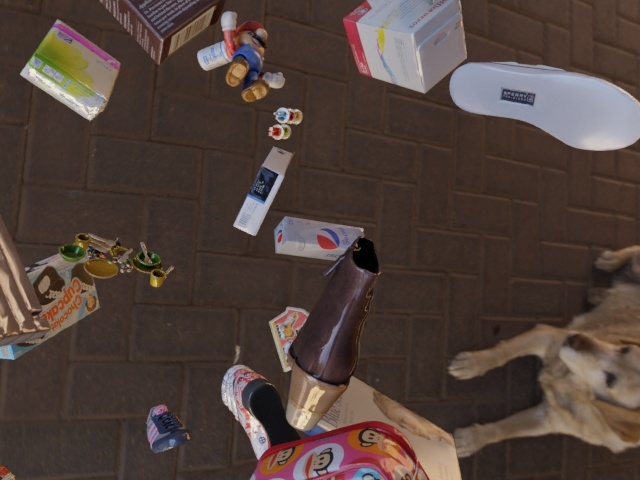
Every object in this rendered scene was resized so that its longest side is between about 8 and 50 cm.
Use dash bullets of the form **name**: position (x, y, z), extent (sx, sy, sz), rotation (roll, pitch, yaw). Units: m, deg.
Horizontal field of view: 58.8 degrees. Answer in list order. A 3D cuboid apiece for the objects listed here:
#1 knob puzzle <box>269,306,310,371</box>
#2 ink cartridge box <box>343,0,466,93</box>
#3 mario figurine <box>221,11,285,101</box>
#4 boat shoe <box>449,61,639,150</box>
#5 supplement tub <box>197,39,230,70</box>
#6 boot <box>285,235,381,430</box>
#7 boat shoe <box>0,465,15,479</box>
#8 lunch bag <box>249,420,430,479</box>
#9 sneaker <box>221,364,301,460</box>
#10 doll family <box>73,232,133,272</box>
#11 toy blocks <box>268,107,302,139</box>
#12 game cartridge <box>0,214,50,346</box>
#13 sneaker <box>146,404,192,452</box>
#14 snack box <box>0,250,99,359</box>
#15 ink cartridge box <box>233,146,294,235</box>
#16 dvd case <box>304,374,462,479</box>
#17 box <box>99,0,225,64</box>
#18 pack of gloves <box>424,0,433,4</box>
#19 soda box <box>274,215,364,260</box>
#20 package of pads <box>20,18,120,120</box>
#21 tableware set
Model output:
- **knob puzzle**: position (-0.077, 0.293, 1.745), extent (0.030, 0.213, 0.213), rotation (7, 87, -48)
- **ink cartridge box**: position (0.159, -0.375, 1.050), extent (0.128, 0.176, 0.127), rotation (-42, 137, -17)
- **mario figurine**: position (-0.198, -0.553, 1.658), extent (0.170, 0.320, 0.198), rotation (-6, 135, -2)
- **boat shoe**: position (0.322, -0.201, 0.810), extent (0.088, 0.268, 0.096), rotation (-36, 136, -46)
- **supplement tub**: position (-0.344, -0.611, 1.877), extent (0.071, 0.107, 0.070), rotation (-15, 90, -69)
- **boot**: position (0.027, 0.092, 0.696), extent (0.090, 0.248, 0.206), rotation (22, 103, 0)
- **boat shoe**: position (-0.457, 0.359, 0.748), extent (0.043, 0.049, 0.137), rotation (31, 82, 4)
- **lunch bag**: position (0.031, 0.385, 0.700), extent (0.293, 0.258, 0.120), rotation (64, 21, -9)
- **sneaker**: position (-0.120, 0.379, 1.170), extent (0.090, 0.145, 0.269), rotation (-28, 114, -27)
- **doll family**: position (-0.660, 0.035, 1.728), extent (0.193, 0.111, 0.075), rotation (2, 56, -3)
- **toy blocks**: position (-0.135, -0.397, 1.932), extent (0.054, 0.123, 0.148), rotation (46, 24, 10)
- **game cartridge**: position (-0.600, 0.012, 0.920), extent (0.068, 0.230, 0.354), rotation (-30, 82, 15)
- **sneaker**: position (-0.486, 0.580, 1.766), extent (0.112, 0.319, 0.131), rotation (-10, 80, -31)
- **snack box**: position (-0.724, 0.154, 1.494), extent (0.322, 0.060, 0.187), rotation (-45, 131, -66)
- **ink cartridge box**: position (-0.137, -0.140, 1.442), extent (0.065, 0.332, 0.165), rotation (25, 106, -6)
- **dvd case**: position (0.090, 0.273, 0.812), extent (0.253, 0.180, 0.022), rotation (31, 107, -2)
- **box**: position (-0.412, -0.599, 1.235), extent (0.191, 0.143, 0.381), rotation (-44, 99, -19)
- **pack of gloves**: position (0.116, -0.491, 0.891), extent (0.046, 0.195, 0.232), rotation (-33, 138, 16)
- **soda box**: position (0.000, 0.000, 1.838), extent (0.287, 0.098, 0.091), rotation (9, 61, -25)
- **package of pads**: position (-0.731, -0.507, 1.694), extent (0.229, 0.296, 0.101), rotation (35, 117, -31)
- **tableware set**: position (-0.302, 0.027, 0.850), extent (0.154, 0.104, 0.024), rotation (23, 116, -1)
